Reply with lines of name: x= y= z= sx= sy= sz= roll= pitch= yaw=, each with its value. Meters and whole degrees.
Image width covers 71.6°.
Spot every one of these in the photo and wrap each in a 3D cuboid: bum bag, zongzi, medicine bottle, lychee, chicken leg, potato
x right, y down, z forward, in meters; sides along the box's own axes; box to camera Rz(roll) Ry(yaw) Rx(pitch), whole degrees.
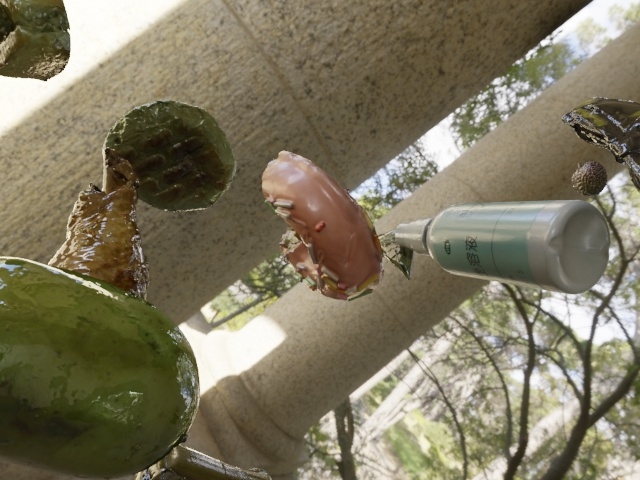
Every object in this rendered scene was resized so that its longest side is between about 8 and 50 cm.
bum bag: x=0.387 y=-0.112 z=0.534 sx=0.060 sy=0.106 sz=0.232 roll=72 pitch=6 yaw=-48
zongzi: x=-0.233 y=0.484 z=0.716 sx=0.260 sy=0.289 sz=0.123 roll=36 pitch=1 yaw=-30
medicine bottle: x=0.225 y=-0.001 z=0.659 sx=0.110 sy=0.110 sz=0.352 roll=53 pitch=-17 yaw=-18
lychee: x=0.594 y=-0.138 z=0.980 sx=0.083 sy=0.068 sz=0.067 roll=67 pitch=14 yaw=12
zongzi: x=0.144 y=0.034 z=0.902 sx=0.055 sy=0.119 sz=0.109 roll=28 pitch=-30 yaw=-29
chicken leg: x=-0.401 y=0.033 z=0.801 sx=0.295 sy=0.182 sz=0.409 roll=129 pitch=-39 yaw=-58
potato: x=-0.282 y=0.144 z=0.502 sx=0.304 sy=0.216 sz=0.216 roll=27 pitch=10 yaw=-28

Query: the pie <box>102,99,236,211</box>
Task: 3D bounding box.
pie: x=-0.352 y=-0.195 z=1.070 sx=0.306 sy=0.306 sz=0.071 roll=54 pitch=8 yaw=-35

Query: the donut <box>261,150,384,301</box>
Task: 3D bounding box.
donut: x=0.000 y=0.000 z=0.609 sx=0.199 sy=0.085 sz=0.233 roll=43 pitch=-20 yaw=29

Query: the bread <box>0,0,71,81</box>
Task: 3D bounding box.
bread: x=-0.551 y=-0.393 z=0.808 sx=0.257 sy=0.124 sz=0.186 roll=13 pitch=-71 yaw=42
